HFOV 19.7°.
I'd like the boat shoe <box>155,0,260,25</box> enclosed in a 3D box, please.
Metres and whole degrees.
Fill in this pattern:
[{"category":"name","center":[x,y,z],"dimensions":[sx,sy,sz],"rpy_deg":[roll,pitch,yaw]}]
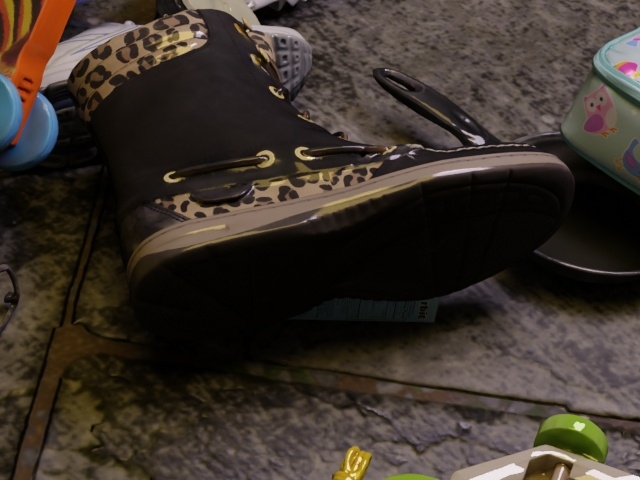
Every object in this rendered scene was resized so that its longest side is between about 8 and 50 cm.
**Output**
[{"category":"boat shoe","center":[-0.101,-0.209,1.738],"dimensions":[0.133,0.042,0.049],"rpy_deg":[24,55,-50]}]

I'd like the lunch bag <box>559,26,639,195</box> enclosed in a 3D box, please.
[{"category":"lunch bag","center":[0.367,-0.107,1.651],"dimensions":[0.224,0.108,0.279],"rpy_deg":[34,34,23]}]

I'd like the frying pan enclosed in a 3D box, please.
[{"category":"frying pan","center":[0.176,-0.045,1.632],"dimensions":[0.326,0.053,0.197],"rpy_deg":[16,40,8]}]

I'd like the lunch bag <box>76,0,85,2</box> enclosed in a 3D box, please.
[{"category":"lunch bag","center":[-0.362,-0.317,1.693],"dimensions":[0.328,0.239,0.385],"rpy_deg":[-17,45,-26]}]

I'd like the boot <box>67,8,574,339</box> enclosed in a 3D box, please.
[{"category":"boot","center":[-0.011,-0.074,1.515],"dimensions":[0.377,0.138,0.284],"rpy_deg":[-15,46,-16]}]

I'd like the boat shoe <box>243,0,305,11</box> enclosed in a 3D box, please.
[{"category":"boat shoe","center":[-0.046,-0.271,1.822],"dimensions":[0.258,0.084,0.095],"rpy_deg":[-20,31,-21]}]

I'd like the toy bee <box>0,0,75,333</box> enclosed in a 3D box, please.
[{"category":"toy bee","center":[-0.301,-0.096,1.458],"dimensions":[0.162,0.195,0.298],"rpy_deg":[11,65,14]}]

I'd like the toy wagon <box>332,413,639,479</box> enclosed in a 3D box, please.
[{"category":"toy wagon","center":[0.165,0.239,1.306],"dimensions":[0.344,0.068,0.267],"rpy_deg":[18,42,11]}]

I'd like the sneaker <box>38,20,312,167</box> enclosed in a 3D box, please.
[{"category":"sneaker","center":[-0.151,-0.158,1.666],"dimensions":[0.297,0.111,0.129],"rpy_deg":[-10,39,-21]}]

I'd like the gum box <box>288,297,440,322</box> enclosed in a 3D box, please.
[{"category":"gum box","center":[0.000,0.000,1.560],"dimensions":[0.184,0.041,0.157],"rpy_deg":[2,42,-8]}]
